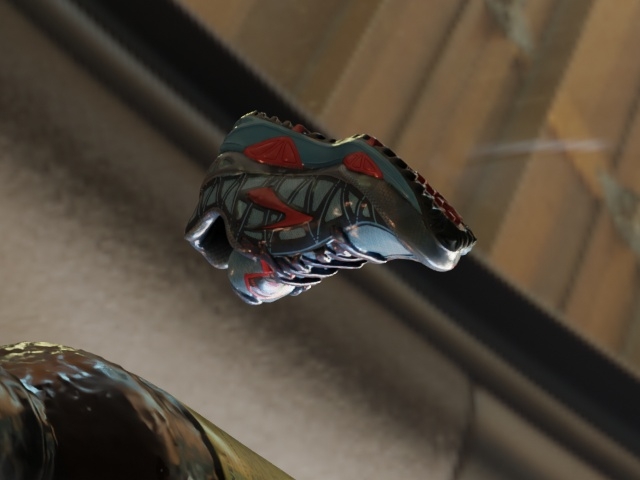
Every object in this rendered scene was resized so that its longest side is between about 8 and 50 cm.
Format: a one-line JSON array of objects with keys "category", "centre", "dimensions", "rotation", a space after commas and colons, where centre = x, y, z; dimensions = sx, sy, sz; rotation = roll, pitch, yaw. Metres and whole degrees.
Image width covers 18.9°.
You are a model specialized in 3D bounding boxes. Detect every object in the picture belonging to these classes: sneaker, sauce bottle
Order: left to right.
[{"category": "sauce bottle", "centre": [-0.073, 0.096, 0.625], "dimensions": [0.344, 0.111, 0.111], "rotation": [50, -138, -62]}, {"category": "sneaker", "centre": [0.000, 0.000, 1.296], "dimensions": [0.104, 0.262, 0.125], "rotation": [42, -104, -31]}]
